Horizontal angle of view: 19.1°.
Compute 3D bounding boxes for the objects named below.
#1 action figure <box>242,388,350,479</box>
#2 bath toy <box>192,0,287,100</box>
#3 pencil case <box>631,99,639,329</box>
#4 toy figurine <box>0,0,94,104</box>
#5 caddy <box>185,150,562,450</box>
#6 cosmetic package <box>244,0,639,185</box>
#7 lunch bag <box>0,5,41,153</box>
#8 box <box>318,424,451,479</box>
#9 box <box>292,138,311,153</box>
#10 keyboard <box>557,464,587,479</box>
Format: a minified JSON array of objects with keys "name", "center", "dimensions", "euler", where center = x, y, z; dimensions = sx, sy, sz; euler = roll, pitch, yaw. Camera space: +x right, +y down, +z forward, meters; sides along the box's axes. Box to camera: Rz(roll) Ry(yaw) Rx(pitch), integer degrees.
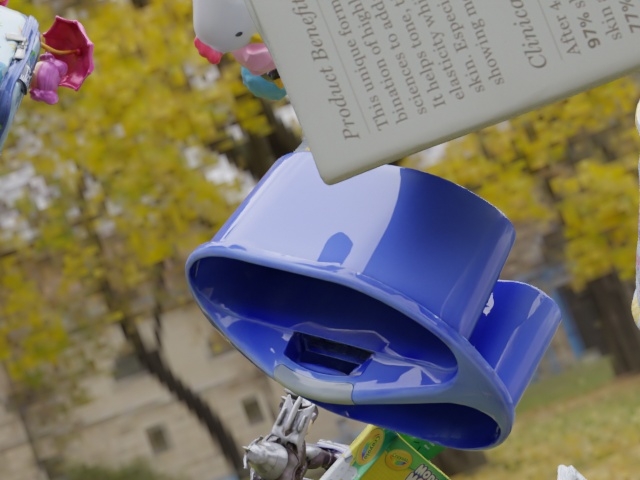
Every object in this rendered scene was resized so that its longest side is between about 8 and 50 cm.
[{"name":"action figure","center":[-0.037,0.276,2.303],"dimensions":[0.185,0.099,0.285],"euler":[-58,-24,-1]},{"name":"bath toy","center":[-0.082,-0.249,2.254],"dimensions":[0.151,0.129,0.348],"euler":[15,-2,7]},{"name":"pencil case","center":[0.367,-0.021,1.895],"dimensions":[0.124,0.273,0.113],"euler":[21,44,33]},{"name":"toy figurine","center":[-0.325,-0.206,2.090],"dimensions":[0.159,0.173,0.130],"euler":[27,-32,-26]},{"name":"caddy","center":[0.038,0.067,1.652],"dimensions":[0.341,0.241,0.179],"euler":[12,56,42]},{"name":"cosmetic package","center":[0.162,-0.282,1.489],"dimensions":[0.394,0.329,0.327],"euler":[-19,6,26]},{"name":"lunch bag","center":[-0.330,-0.106,1.744],"dimensions":[0.176,0.090,0.219],"euler":[-90,24,-61]},{"name":"box","center":[0.046,0.244,1.790],"dimensions":[0.179,0.043,0.105],"euler":[-50,-47,-3]},{"name":"box","center":[0.000,0.000,2.063],"dimensions":[0.056,0.183,0.231],"euler":[7,43,34]},{"name":"keyboard","center":[0.320,0.317,1.843],"dimensions":[0.014,0.256,0.072],"euler":[-42,10,28]}]
